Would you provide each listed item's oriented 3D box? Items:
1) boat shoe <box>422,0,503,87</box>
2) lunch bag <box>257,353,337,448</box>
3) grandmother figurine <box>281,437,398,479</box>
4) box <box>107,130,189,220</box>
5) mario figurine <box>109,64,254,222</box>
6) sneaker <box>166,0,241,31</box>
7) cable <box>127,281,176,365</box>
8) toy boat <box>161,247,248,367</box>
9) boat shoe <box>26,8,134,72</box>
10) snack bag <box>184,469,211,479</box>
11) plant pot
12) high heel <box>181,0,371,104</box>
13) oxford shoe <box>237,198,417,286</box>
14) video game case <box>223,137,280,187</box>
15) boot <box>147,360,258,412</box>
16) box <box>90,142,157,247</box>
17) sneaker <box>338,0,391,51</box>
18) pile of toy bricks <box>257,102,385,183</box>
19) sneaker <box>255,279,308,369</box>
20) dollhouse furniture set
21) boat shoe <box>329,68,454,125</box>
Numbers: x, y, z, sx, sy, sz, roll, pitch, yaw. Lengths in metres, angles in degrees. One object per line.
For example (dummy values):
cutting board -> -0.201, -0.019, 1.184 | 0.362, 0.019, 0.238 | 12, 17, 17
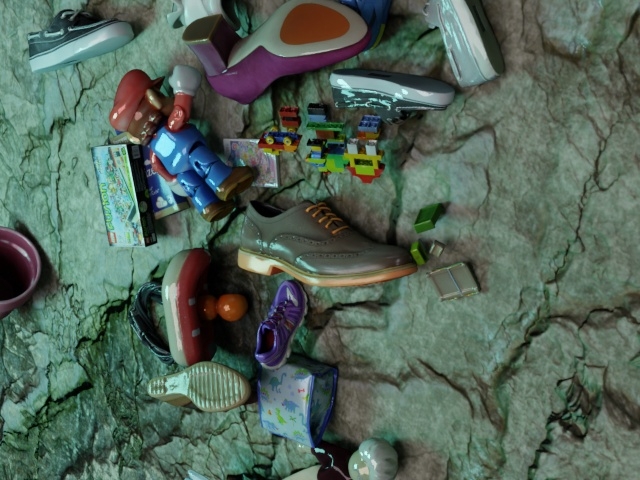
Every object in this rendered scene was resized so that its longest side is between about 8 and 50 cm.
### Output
boat shoe -> 0.190, -0.332, 1.309 | 0.081, 0.079, 0.227 | -21, 93, 34
lunch bag -> -0.047, 0.295, 1.649 | 0.128, 0.096, 0.151 | 13, 99, 35
grandmother figurine -> 0.023, 0.458, 1.648 | 0.208, 0.104, 0.342 | 51, 129, 3
box -> -0.353, -0.152, 1.787 | 0.136, 0.036, 0.225 | -18, 91, 39
mario figurine -> -0.250, -0.198, 1.664 | 0.198, 0.170, 0.320 | -42, 82, 4
sneaker -> -0.161, -0.512, 1.507 | 0.146, 0.122, 0.331 | 15, 111, 13
cable -> -0.322, 0.176, 1.858 | 0.150, 0.047, 0.184 | -44, 73, 31
toy boat -> -0.215, 0.127, 1.720 | 0.151, 0.151, 0.231 | -5, 102, 6
boat shoe -> -0.487, -0.411, 1.773 | 0.301, 0.108, 0.102 | -5, 102, 44
snack bag -> -0.101, 0.613, 1.745 | 0.342, 0.037, 0.323 | 20, 139, 31
plant pot -> -0.762, 0.095, 2.071 | 0.201, 0.201, 0.180 | 53, 142, 12
high heel -> -0.045, -0.291, 1.452 | 0.377, 0.181, 0.127 | 13, 66, 40
oxford shoe -> 0.000, 0.000, 1.517 | 0.363, 0.130, 0.133 | 7, 101, 35
video game case -> -0.127, -0.143, 1.638 | 0.122, 0.011, 0.087 | 6, 107, 35
boot -> -0.177, 0.280, 1.684 | 0.248, 0.207, 0.090 | -5, 76, 36
box -> -0.393, -0.090, 1.788 | 0.114, 0.036, 0.207 | 0, 104, 38
sneaker -> 0.070, -0.392, 1.380 | 0.069, 0.082, 0.209 | 26, 116, 30
pile of toy bricks -> 0.014, -0.151, 1.491 | 0.212, 0.118, 0.105 | 7, 136, 18
sneaker -> -0.073, 0.147, 1.610 | 0.068, 0.071, 0.170 | 4, 67, 27
dollhouse furniture set -> 0.199, 0.021, 1.440 | 0.076, 0.058, 0.152 | -20, 110, 31
boat shoe -> 0.109, -0.220, 1.404 | 0.228, 0.080, 0.076 | 15, 118, 34
